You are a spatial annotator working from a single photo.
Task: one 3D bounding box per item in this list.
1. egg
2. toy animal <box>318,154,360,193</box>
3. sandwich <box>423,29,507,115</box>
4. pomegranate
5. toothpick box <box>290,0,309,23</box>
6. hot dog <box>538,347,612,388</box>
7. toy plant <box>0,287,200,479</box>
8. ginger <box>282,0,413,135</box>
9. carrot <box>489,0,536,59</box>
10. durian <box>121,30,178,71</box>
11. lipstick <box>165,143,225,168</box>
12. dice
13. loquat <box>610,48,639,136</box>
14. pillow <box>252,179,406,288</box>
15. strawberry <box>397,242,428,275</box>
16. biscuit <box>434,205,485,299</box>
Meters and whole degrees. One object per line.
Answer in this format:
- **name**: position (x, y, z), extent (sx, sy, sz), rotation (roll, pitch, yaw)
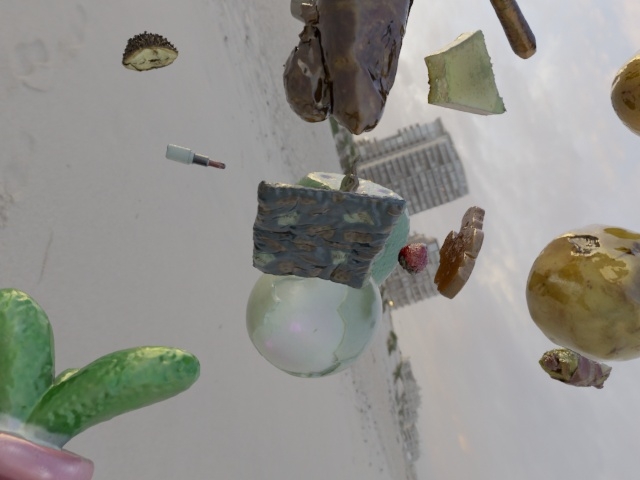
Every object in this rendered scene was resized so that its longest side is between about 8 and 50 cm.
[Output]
- **egg**: position (-0.018, 0.159, 1.148), extent (0.336, 0.278, 0.278), rotation (-18, 88, -57)
- **toy animal**: position (0.034, -0.103, 1.203), extent (0.219, 0.086, 0.069), rotation (-61, -152, 27)
- **sandwich**: position (0.302, -0.324, 1.129), extent (0.058, 0.162, 0.193), rotation (19, -40, 60)
- **pomegranate**: position (0.667, 0.127, 1.260), extent (0.332, 0.333, 0.332), rotation (161, -90, -89)
- **toothpick box**: position (0.040, -0.478, 1.108), extent (0.181, 0.111, 0.111), rotation (33, -12, 14)
- **hot dog**: position (0.769, 0.396, 1.599), extent (0.146, 0.213, 0.103), rotation (127, -15, -61)
- **toy plant**: position (-0.378, 0.276, 0.721), extent (0.210, 0.317, 0.356), rotation (119, -8, -59)
- **ginger**: position (0.047, -0.402, 0.972), extent (0.254, 0.176, 0.418), rotation (16, -85, 45)
- **carrot**: position (0.469, -0.589, 1.343), extent (0.314, 0.066, 0.066), rotation (39, 20, -37)
- **durian**: position (-0.350, -0.385, 1.071), extent (0.066, 0.131, 0.052), rotation (67, 20, -57)
- **lipstick**: position (-0.225, -0.147, 0.959), extent (0.025, 0.107, 0.025), rotation (154, -49, -83)
- **dice**: position (0.076, -0.037, 1.753), extent (0.330, 0.318, 0.322), rotation (28, -69, 44)
- **loquat**: position (0.894, -0.387, 1.339), extent (0.275, 0.275, 0.274), rotation (161, -90, -89)
- **pillow**: position (-0.001, -0.001, 0.740), extent (0.255, 0.189, 0.034), rotation (107, -9, -61)
- **strawberry**: position (0.288, 0.053, 1.615), extent (0.106, 0.106, 0.106), rotation (161, -90, -89)
- **biscuit**: position (0.335, 0.035, 1.271), extent (0.186, 0.044, 0.295), rotation (-63, 179, 39)
